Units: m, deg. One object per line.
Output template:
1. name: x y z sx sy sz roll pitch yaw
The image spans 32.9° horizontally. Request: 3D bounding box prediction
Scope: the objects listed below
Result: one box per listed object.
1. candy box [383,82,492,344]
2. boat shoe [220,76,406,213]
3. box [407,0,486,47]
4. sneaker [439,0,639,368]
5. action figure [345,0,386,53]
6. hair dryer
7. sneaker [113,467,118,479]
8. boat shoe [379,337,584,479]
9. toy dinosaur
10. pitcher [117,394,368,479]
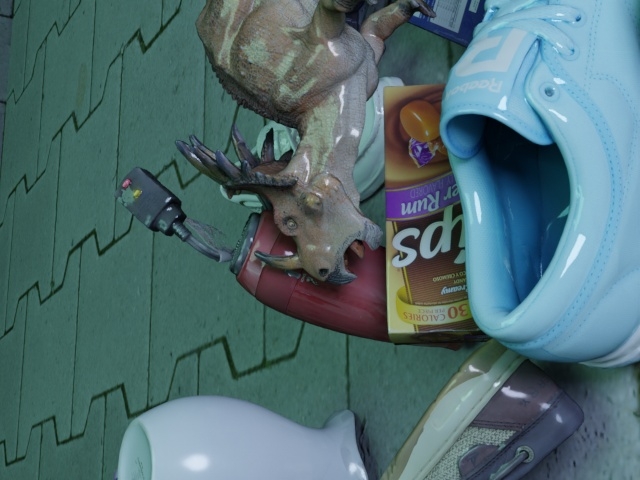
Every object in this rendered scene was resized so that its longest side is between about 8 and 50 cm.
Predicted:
1. candy box: 0.102 -0.020 0.780 0.053 0.109 0.186 58 -150 -73
2. boat shoe: -0.016 -0.079 1.037 0.277 0.096 0.098 -33 54 55
3. box: 0.142 -0.212 0.841 0.225 0.036 0.136 45 123 59
4. sneaker: 0.142 -0.106 0.655 0.135 0.150 0.366 -13 77 45
5. action figure: 0.030 -0.238 0.961 0.285 0.099 0.185 111 164 -67
6. hair dryer: 0.000 0.000 0.885 0.293 0.223 0.080 34 113 28
7. sneaker: -0.198 0.274 1.276 0.236 0.104 0.095 40 119 60
8. boat shoe: 0.088 0.194 0.763 0.092 0.103 0.285 39 123 22
9. toy dinosaur: -0.033 -0.131 0.782 0.200 0.127 0.295 -46 47 22
10. pitcher: -0.052 0.211 0.905 0.178 0.207 0.125 56 131 51
